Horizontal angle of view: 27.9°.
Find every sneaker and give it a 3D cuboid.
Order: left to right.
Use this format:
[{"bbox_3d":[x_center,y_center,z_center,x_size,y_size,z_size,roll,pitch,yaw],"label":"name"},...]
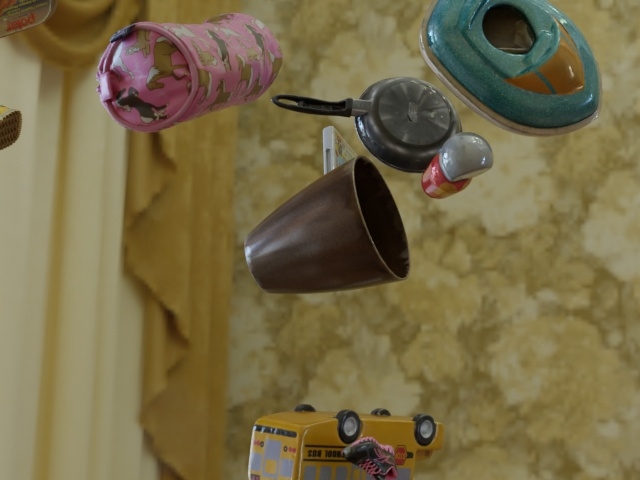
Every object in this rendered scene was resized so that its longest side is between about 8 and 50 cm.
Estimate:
[{"bbox_3d":[-0.499,-0.149,1.791,0.083,0.070,0.185,17,22,19],"label":"sneaker"},{"bbox_3d":[0.076,0.320,1.855,0.047,0.057,0.119,-34,-33,24],"label":"sneaker"}]

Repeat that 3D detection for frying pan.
[{"bbox_3d":[0.101,-0.240,2.240,0.326,0.197,0.053,30,-30,2],"label":"frying pan"}]

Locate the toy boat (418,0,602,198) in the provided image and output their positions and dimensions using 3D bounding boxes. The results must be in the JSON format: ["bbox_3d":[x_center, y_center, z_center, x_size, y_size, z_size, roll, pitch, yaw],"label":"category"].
[{"bbox_3d":[0.232,-0.193,1.664,0.267,0.318,0.148,32,-19,-4],"label":"toy boat"}]

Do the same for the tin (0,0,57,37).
[{"bbox_3d":[-0.570,-0.433,2.359,0.189,0.106,0.040,-13,14,20],"label":"tin"}]

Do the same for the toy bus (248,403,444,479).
[{"bbox_3d":[0.047,0.323,1.978,0.108,0.130,0.332,0,-7,44],"label":"toy bus"}]

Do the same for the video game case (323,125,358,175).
[{"bbox_3d":[0.066,-0.078,2.480,0.026,0.206,0.227,-17,-36,22],"label":"video game case"}]

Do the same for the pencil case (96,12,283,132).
[{"bbox_3d":[-0.190,-0.261,1.945,0.167,0.160,0.386,42,21,6],"label":"pencil case"}]

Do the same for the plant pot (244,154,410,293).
[{"bbox_3d":[0.000,0.000,2.115,0.230,0.215,0.215,-20,-20,19],"label":"plant pot"}]
